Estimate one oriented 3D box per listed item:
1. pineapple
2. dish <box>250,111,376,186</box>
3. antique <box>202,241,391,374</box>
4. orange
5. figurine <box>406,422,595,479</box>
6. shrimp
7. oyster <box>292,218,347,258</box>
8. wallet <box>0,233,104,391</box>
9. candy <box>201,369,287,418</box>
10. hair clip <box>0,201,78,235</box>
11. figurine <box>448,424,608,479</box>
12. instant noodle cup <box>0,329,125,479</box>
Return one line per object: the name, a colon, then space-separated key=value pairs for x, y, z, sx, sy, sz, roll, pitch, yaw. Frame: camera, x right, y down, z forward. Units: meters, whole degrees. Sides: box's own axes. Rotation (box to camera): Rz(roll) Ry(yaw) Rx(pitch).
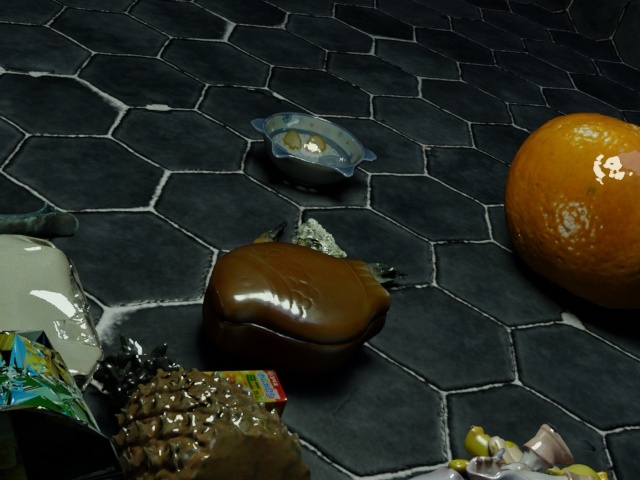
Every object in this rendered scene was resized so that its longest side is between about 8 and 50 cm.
pineapple: x=-0.163 y=0.224 z=1.057 sx=0.201 sy=0.202 sz=0.362 roll=-3 pitch=18 yaw=-32
dish: x=-0.028 y=-0.158 z=1.815 sx=0.236 sy=0.086 sz=0.228 roll=27 pitch=32 yaw=12
antique: x=-0.040 y=0.099 z=1.346 sx=0.278 sy=0.129 sz=0.223 roll=-5 pitch=37 yaw=-34
orange: x=0.543 y=-0.048 z=1.717 sx=0.423 sy=0.326 sz=0.424 roll=21 pitch=12 yaw=-4
figurine: x=0.173 y=0.308 z=1.056 sx=0.275 sy=0.200 sz=0.133 roll=-25 pitch=70 yaw=-8
shrimp: x=0.009 y=0.022 z=1.579 sx=0.261 sy=0.051 sz=0.198 roll=-2 pitch=35 yaw=-26
oyster: x=0.000 y=0.000 z=1.533 sx=0.100 sy=0.037 sz=0.098 roll=20 pitch=30 yaw=22
wallet: x=-0.435 y=0.096 z=1.208 sx=0.274 sy=0.068 sz=0.335 roll=-4 pitch=44 yaw=-28
candy: x=-0.111 y=0.204 z=1.227 sx=0.121 sy=0.038 sz=0.062 roll=2 pitch=34 yaw=-26
hair clip: x=-0.434 y=-0.031 z=1.353 sx=0.070 sy=0.039 sz=0.229 roll=26 pitch=7 yaw=12
figurine: x=0.284 y=0.322 z=1.187 sx=0.246 sy=0.131 sz=0.156 roll=29 pitch=-12 yaw=46
instant noodle cup: x=-0.326 y=0.210 z=0.938 sx=0.240 sy=0.240 sz=0.178 roll=2 pitch=24 yaw=-26
